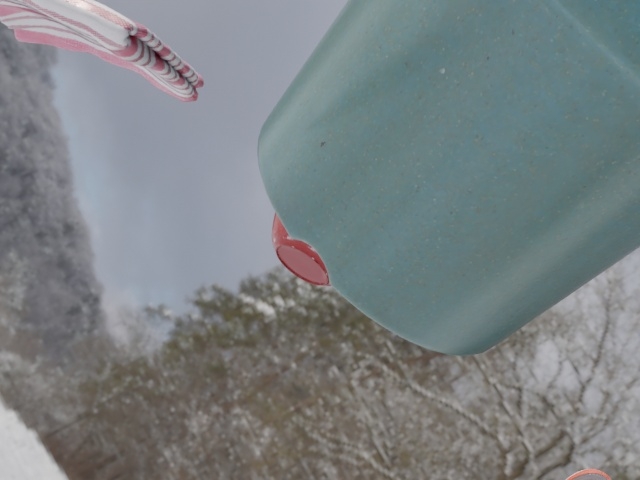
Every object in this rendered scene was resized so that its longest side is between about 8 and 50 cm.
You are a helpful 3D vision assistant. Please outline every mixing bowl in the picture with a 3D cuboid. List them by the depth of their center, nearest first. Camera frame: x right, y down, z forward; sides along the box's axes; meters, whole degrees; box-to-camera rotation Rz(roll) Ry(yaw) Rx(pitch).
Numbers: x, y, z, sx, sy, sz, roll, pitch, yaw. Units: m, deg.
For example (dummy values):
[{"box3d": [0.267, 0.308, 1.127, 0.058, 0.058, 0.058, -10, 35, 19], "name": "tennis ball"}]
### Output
[{"box3d": [0.000, 0.000, 1.427, 0.181, 0.098, 0.181, 28, -24, 14], "name": "mixing bowl"}]

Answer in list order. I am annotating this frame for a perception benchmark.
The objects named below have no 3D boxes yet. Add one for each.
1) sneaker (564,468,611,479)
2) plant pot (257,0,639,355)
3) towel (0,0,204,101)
[{"box3d": [0.213, 0.272, 0.966, 0.061, 0.158, 0.065, 50, 0, 11], "name": "sneaker"}, {"box3d": [0.149, -0.112, 0.717, 0.334, 0.341, 0.341, -46, -114, 29], "name": "plant pot"}, {"box3d": [-0.157, -0.131, 0.624, 0.144, 0.029, 0.197, 23, 1, 5], "name": "towel"}]
